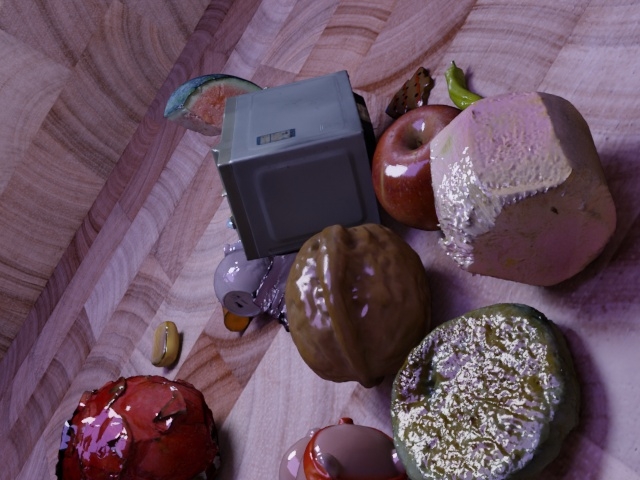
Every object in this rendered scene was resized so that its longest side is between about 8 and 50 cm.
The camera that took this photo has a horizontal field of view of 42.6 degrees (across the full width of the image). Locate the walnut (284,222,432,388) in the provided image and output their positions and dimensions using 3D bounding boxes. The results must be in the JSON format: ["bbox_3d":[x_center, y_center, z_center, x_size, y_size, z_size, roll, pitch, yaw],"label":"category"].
[{"bbox_3d":[0.058,0.100,1.258,0.224,0.257,0.257,-14,44,13],"label":"walnut"}]

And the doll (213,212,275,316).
[{"bbox_3d":[-0.139,0.027,1.757,0.151,0.151,0.287,-37,29,37],"label":"doll"}]

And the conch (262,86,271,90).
[{"bbox_3d":[-0.140,-0.363,2.182,0.121,0.074,0.089,27,111,41],"label":"conch"}]

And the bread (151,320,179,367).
[{"bbox_3d":[-0.375,0.256,2.009,0.082,0.056,0.115,-39,41,36],"label":"bread"}]

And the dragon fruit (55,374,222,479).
[{"bbox_3d":[-0.344,0.393,1.567,0.301,0.296,0.296,-16,37,2],"label":"dragon fruit"}]

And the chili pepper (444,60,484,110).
[{"bbox_3d":[0.260,-0.254,1.451,0.049,0.043,0.208,-29,39,5],"label":"chili pepper"}]

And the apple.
[{"bbox_3d":[0.181,-0.111,1.311,0.201,0.162,0.201,-21,44,22],"label":"apple"}]

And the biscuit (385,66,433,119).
[{"bbox_3d":[0.175,-0.286,1.641,0.130,0.019,0.119,-35,37,41],"label":"biscuit"}]

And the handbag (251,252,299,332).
[{"bbox_3d":[-0.022,0.073,1.553,0.203,0.074,0.216,22,84,54],"label":"handbag"}]

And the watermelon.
[{"bbox_3d":[-0.262,-0.355,2.230,0.148,0.318,0.226,-23,86,44],"label":"watermelon"}]

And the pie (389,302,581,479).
[{"bbox_3d":[0.204,0.203,1.036,0.277,0.078,0.277,-28,41,27],"label":"pie"}]

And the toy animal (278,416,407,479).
[{"bbox_3d":[0.033,0.329,1.138,0.197,0.171,0.171,-34,35,64],"label":"toy animal"}]

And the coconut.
[{"bbox_3d":[0.253,-0.076,1.086,0.233,0.233,0.245,-43,33,30],"label":"coconut"}]

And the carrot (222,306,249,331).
[{"bbox_3d":[-0.200,0.130,1.855,0.057,0.057,0.224,-54,22,12],"label":"carrot"}]

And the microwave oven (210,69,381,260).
[{"bbox_3d":[-0.035,-0.140,1.523,0.286,0.219,0.355,-12,28,2],"label":"microwave oven"}]
